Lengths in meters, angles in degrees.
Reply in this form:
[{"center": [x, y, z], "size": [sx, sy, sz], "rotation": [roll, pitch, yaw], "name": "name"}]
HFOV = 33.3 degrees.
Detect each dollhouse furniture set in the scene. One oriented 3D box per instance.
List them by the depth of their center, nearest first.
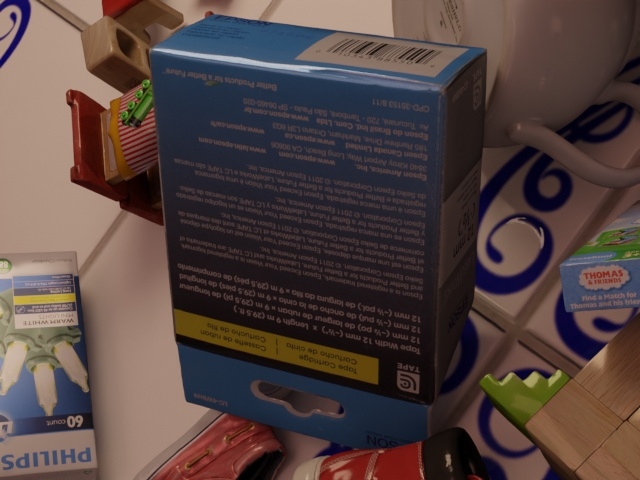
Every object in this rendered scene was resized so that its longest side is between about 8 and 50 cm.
[{"center": [-0.166, -0.225, 1.185], "size": [0.201, 0.152, 0.374], "rotation": [-26, 58, 23], "name": "dollhouse furniture set"}]

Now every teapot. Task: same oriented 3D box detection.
[{"center": [0.189, -0.199, 0.921], "size": [0.252, 0.187, 0.256], "rotation": [-137, 43, -59], "name": "teapot"}]

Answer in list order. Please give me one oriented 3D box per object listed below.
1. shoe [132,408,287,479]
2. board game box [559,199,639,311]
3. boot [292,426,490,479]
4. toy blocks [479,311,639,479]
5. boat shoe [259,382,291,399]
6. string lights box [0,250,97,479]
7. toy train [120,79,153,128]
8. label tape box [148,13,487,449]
[{"center": [-0.111, 0.228, 1.000], "size": [0.178, 0.063, 0.081], "rotation": [-45, 46, 3], "name": "shoe"}, {"center": [0.280, 0.000, 0.758], "size": [0.160, 0.211, 0.039], "rotation": [-7, 99, 32], "name": "board game box"}, {"center": [0.068, 0.265, 0.802], "size": [0.176, 0.088, 0.244], "rotation": [-18, 56, 25], "name": "boot"}, {"center": [0.332, 0.137, 0.691], "size": [0.261, 0.191, 0.381], "rotation": [-44, 50, -5], "name": "toy blocks"}, {"center": [-0.043, 0.059, 1.033], "size": [0.066, 0.063, 0.184], "rotation": [2, 70, 35], "name": "boat shoe"}, {"center": [-0.315, 0.141, 1.131], "size": [0.076, 0.133, 0.259], "rotation": [112, 149, -52], "name": "string lights box"}, {"center": [-0.165, -0.144, 1.042], "size": [0.024, 0.017, 0.083], "rotation": [35, 92, 27], "name": "toy train"}, {"center": [0.000, 0.000, 0.910], "size": [0.249, 0.347, 0.115], "rotation": [11, 32, 22], "name": "label tape box"}]
